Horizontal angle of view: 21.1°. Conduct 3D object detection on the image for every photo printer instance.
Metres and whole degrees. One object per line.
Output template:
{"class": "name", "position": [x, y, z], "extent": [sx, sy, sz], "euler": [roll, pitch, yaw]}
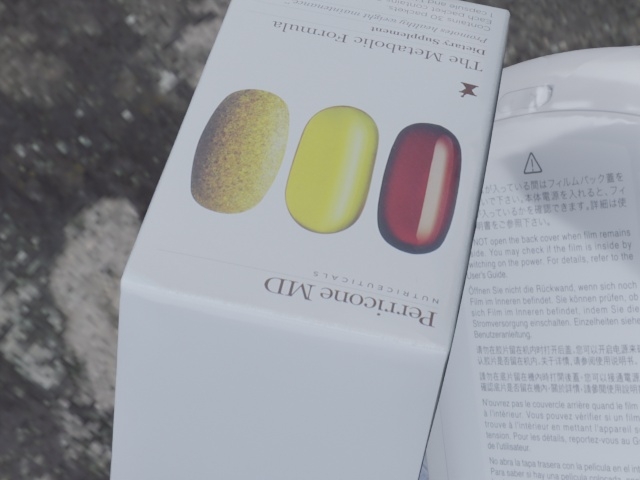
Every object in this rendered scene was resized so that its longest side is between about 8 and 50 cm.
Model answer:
{"class": "photo printer", "position": [0.163, 0.048, 0.955], "extent": [0.256, 0.107, 0.307], "euler": [-5, 93, 46]}

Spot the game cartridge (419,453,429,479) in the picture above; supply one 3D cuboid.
{"class": "game cartridge", "position": [0.106, 0.115, 1.256], "extent": [0.196, 0.060, 0.294], "euler": [-44, 96, -6]}

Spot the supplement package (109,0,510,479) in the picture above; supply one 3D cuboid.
{"class": "supplement package", "position": [0.000, 0.000, 0.790], "extent": [0.139, 0.133, 0.244], "euler": [11, 42, 3]}
